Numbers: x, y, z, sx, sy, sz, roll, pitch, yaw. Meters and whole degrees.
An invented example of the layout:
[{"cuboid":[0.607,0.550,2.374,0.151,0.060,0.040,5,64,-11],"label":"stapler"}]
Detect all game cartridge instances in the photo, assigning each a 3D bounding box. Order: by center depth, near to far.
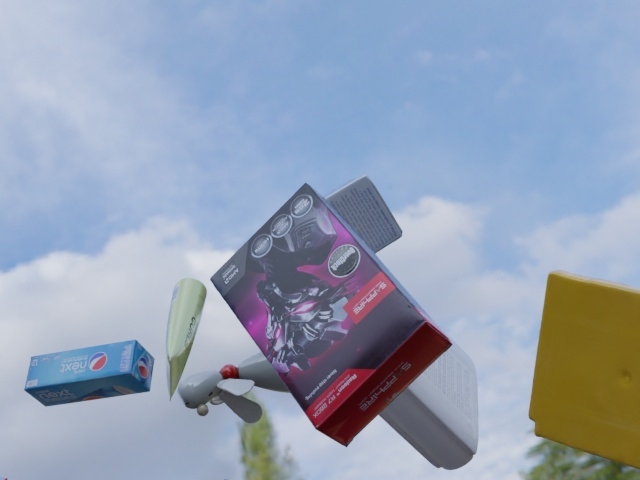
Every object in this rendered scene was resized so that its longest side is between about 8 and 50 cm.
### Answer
[{"cuboid":[0.497,0.215,1.946,0.323,0.286,0.052,14,13,37],"label":"game cartridge"}]

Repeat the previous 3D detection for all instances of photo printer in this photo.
[{"cuboid":[0.176,0.249,2.281,0.107,0.256,0.307,-27,-54,27],"label":"photo printer"}]

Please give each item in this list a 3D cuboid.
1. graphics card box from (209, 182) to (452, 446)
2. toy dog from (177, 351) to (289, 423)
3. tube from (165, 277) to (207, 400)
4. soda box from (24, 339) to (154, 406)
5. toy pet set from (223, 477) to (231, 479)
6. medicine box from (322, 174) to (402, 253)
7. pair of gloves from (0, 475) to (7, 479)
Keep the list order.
[{"cuboid":[0.007,0.106,1.889,0.233,0.371,0.094,-45,-41,7],"label":"graphics card box"},{"cuboid":[-0.121,0.320,2.624,0.333,0.161,0.220,-28,-27,8],"label":"toy dog"},{"cuboid":[-0.239,0.161,2.089,0.062,0.240,0.070,-30,-62,23],"label":"tube"},{"cuboid":[-0.392,0.227,2.070,0.210,0.067,0.071,-10,-37,20],"label":"soda box"},{"cuboid":[-0.197,0.494,2.253,0.114,0.122,0.065,-48,-17,-26],"label":"toy pet set"},{"cuboid":[0.000,0.000,2.513,0.289,0.149,0.263,-32,3,-2],"label":"medicine box"},{"cuboid":[-0.652,0.420,2.151,0.198,0.159,0.023,-44,-20,-56],"label":"pair of gloves"}]
